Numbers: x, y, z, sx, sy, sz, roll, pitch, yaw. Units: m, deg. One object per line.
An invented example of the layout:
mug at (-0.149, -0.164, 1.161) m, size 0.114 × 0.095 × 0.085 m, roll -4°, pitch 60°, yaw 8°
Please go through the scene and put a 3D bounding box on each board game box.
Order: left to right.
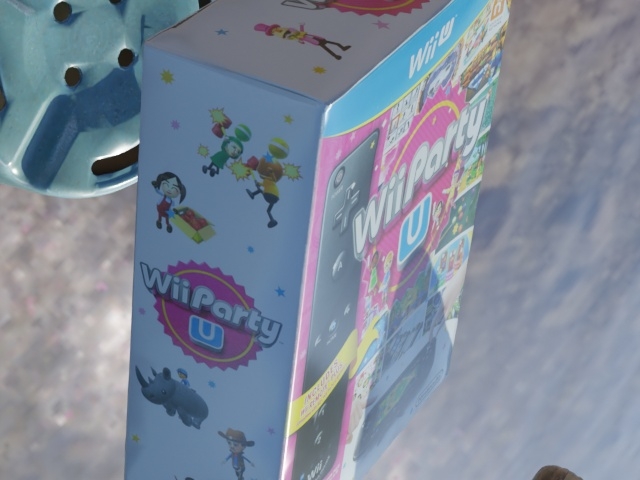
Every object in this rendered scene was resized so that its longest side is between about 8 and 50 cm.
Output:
board game box at (0.000, 0.000, 0.823) m, size 0.224 × 0.097 × 0.303 m, roll -45°, pitch 148°, yaw -48°

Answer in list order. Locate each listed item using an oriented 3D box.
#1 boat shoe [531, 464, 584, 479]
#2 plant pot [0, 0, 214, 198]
boat shoe at (0.180, 0.297, 1.049) m, size 0.122 × 0.120 × 0.324 m, roll -51°, pitch 147°, yaw -43°
plant pot at (-0.275, -0.192, 1.282) m, size 0.341 × 0.334 × 0.341 m, roll -19°, pitch 118°, yaw -41°
